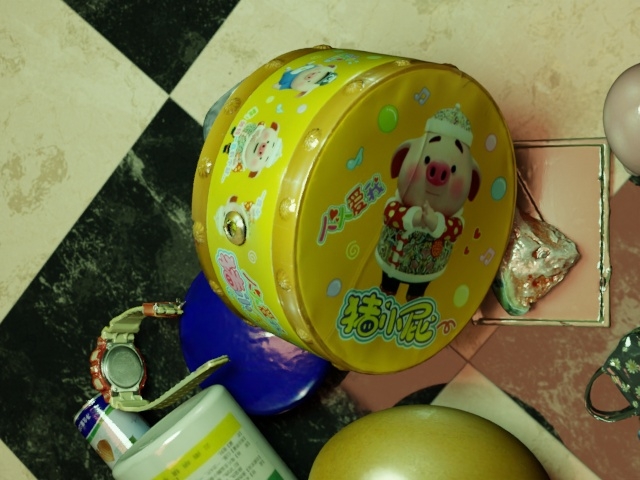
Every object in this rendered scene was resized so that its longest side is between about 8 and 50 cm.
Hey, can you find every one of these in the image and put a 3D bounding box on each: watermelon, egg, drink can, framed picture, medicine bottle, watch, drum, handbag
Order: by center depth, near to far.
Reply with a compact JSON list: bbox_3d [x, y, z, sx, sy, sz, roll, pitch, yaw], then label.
[{"bbox_3d":[0.051,-0.044,1.301,0.214,0.431,0.431,20,95,45],"label":"drum"},{"bbox_3d":[0.155,0.368,1.340,0.351,0.282,0.282,13,92,3],"label":"egg"},{"bbox_3d":[0.432,0.204,1.372,0.139,0.072,0.115,-41,78,17],"label":"handbag"},{"bbox_3d":[0.300,0.013,1.406,0.139,0.071,0.187,-7,85,15],"label":"watermelon"},{"bbox_3d":[0.322,-0.012,1.443,0.209,0.019,0.281,1,88,19],"label":"framed picture"},{"bbox_3d":[-0.127,0.404,1.451,0.208,0.208,0.339,-37,93,14],"label":"medicine bottle"},{"bbox_3d":[-0.253,0.174,1.527,0.268,0.102,0.164,-34,65,36],"label":"watch"},{"bbox_3d":[-0.297,0.353,1.598,0.097,0.097,0.235,-47,75,11],"label":"drink can"}]

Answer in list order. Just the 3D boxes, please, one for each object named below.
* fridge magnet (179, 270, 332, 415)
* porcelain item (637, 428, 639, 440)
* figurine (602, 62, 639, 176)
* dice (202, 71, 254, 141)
[{"bbox_3d":[-0.097,0.140,1.527,0.266,0.113,0.265,-1,87,21],"label":"fridge magnet"},{"bbox_3d":[0.510,0.271,1.302,0.147,0.147,0.114,-27,78,16],"label":"porcelain item"},{"bbox_3d":[0.465,-0.165,1.322,0.173,0.173,0.173,-1,88,19],"label":"figurine"},{"bbox_3d":[-0.056,-0.151,1.491,0.181,0.183,0.182,-33,77,16],"label":"dice"}]
